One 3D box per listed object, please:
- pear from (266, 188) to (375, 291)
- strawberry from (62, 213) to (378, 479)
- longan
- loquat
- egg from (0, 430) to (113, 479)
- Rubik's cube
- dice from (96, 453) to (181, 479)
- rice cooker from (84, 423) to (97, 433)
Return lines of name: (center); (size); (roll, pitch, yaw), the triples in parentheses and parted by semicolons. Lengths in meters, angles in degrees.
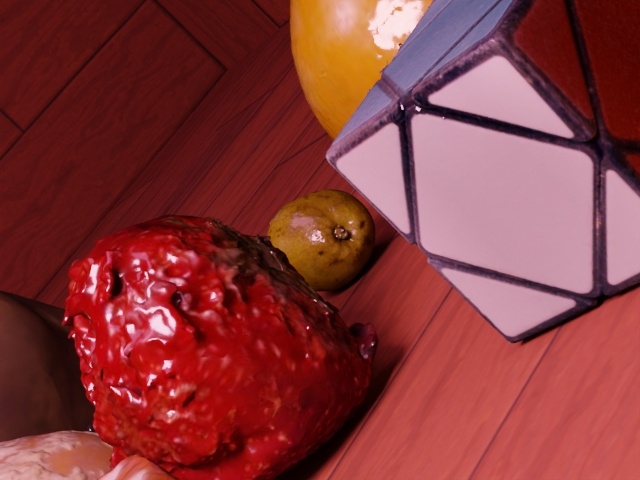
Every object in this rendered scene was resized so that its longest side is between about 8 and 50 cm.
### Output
pear: (0.000, 0.000, 1.867); (0.107, 0.107, 0.131); (-51, 4, -22)
strawberry: (-0.101, 0.104, 1.526); (0.220, 0.274, 0.274); (-60, 9, 9)
longan: (-0.367, 0.204, 1.820); (0.404, 0.336, 0.404); (-34, -26, -19)
loquat: (0.141, -0.194, 1.571); (0.359, 0.328, 0.328); (7, 44, 29)
egg: (-0.234, 0.266, 1.559); (0.245, 0.203, 0.203); (-46, 9, -36)
Rubik's cube: (0.167, -0.087, 1.303); (0.205, 0.207, 0.205); (-34, 18, 49)
dice: (-0.112, 0.253, 1.201); (0.175, 0.179, 0.174); (-51, 12, -12)
rice cooker: (-0.142, 0.182, 1.704); (0.203, 0.118, 0.142); (-47, 10, 17)
